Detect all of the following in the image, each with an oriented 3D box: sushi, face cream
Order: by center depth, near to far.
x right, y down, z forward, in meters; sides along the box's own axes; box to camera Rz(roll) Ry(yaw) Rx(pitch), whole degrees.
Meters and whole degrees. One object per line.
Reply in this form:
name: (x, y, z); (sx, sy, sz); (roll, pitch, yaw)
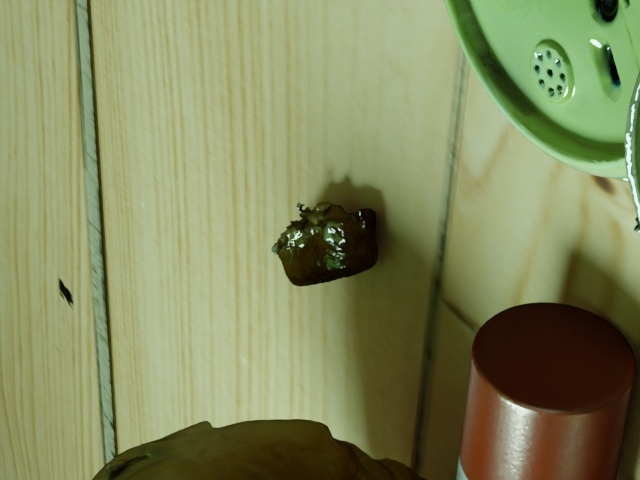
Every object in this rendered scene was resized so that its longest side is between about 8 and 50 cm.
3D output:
face cream: (0.129, 0.146, 1.022); (0.096, 0.096, 0.214); (44, 145, 40)
sushi: (0.003, -0.001, 1.201); (0.118, 0.061, 0.060); (-18, 85, 44)

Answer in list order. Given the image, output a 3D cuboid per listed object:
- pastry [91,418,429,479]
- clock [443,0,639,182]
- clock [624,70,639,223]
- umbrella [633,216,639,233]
pastry: (-0.033, 0.317, 1.122); (0.245, 0.409, 0.409); (-26, 86, 42)
clock: (0.139, -0.133, 0.788); (0.308, 0.096, 0.235); (-11, 101, 65)
clock: (0.229, -0.023, 0.629); (0.235, 0.029, 0.235); (14, 132, 17)
umbrella: (0.192, 0.004, 0.881); (0.083, 0.020, 0.031); (43, 144, 50)
